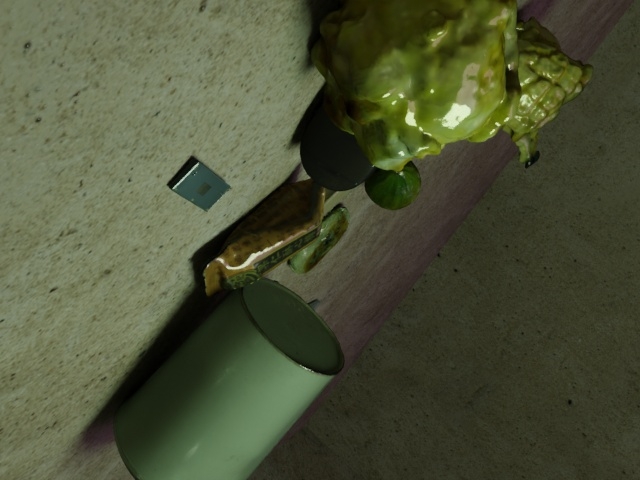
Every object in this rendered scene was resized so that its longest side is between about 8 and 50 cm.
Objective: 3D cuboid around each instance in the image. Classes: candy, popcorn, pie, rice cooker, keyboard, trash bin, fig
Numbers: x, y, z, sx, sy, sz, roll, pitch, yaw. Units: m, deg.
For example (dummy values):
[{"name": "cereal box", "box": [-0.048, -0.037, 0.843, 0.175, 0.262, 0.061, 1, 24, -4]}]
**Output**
[{"name": "candy", "box": [-0.101, 0.003, 1.694, 0.271, 0.101, 0.143, -37, 158, -23]}, {"name": "popcorn", "box": [0.476, -0.365, 2.237, 0.293, 0.237, 0.293, -43, 162, -18]}, {"name": "popcorn", "box": [0.141, -0.271, 1.348, 0.312, 0.312, 0.312, -46, 167, -14]}, {"name": "pie", "box": [0.000, 0.000, 2.144, 0.187, 0.041, 0.187, -45, 166, -15]}, {"name": "rice cooker", "box": [0.053, -0.178, 1.578, 0.203, 0.142, 0.118, -54, 179, 23]}, {"name": "keyboard", "box": [-0.171, -0.078, 1.396, 0.055, 0.014, 0.176, -48, 167, 0]}, {"name": "trash bin", "box": [-0.183, 0.299, 1.807, 0.432, 0.280, 0.280, -48, 168, 19]}, {"name": "fig", "box": [0.159, -0.127, 2.092, 0.123, 0.123, 0.156, -49, -179, 1]}]

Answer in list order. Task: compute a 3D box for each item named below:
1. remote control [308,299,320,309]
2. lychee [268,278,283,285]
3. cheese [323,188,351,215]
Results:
[{"name": "remote control", "box": [-0.047, 0.199, 2.605, 0.050, 0.027, 0.184, -54, 168, 22]}, {"name": "lychee", "box": [-0.116, 0.176, 1.977, 0.165, 0.165, 0.197, 66, 34, -76]}, {"name": "cheese", "box": [0.014, -0.085, 1.970, 0.400, 0.034, 0.085, -45, 164, -21]}]
